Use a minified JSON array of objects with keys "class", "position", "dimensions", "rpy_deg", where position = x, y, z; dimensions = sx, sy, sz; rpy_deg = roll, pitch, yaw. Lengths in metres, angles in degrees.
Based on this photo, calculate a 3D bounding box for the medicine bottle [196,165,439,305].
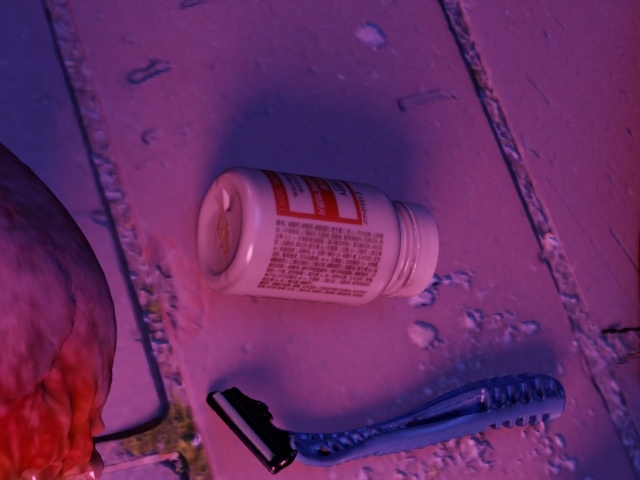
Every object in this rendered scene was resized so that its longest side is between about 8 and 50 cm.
[{"class":"medicine bottle","position":[0.000,0.000,0.826],"dimensions":[0.140,0.079,0.079],"rpy_deg":[7,61,-28]}]

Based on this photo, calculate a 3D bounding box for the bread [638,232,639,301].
[{"class":"bread","position":[0.289,0.046,0.982],"dimensions":[0.084,0.074,0.139],"rpy_deg":[21,54,-18]}]

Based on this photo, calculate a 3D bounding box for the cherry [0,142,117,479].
[{"class":"cherry","position":[-0.206,0.026,0.634],"dimensions":[0.192,0.175,0.250],"rpy_deg":[-25,63,-11]}]

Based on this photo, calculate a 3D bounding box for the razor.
[{"class":"razor","position":[0.054,0.112,0.826],"dimensions":[0.253,0.042,0.082],"rpy_deg":[-4,26,-35]}]
